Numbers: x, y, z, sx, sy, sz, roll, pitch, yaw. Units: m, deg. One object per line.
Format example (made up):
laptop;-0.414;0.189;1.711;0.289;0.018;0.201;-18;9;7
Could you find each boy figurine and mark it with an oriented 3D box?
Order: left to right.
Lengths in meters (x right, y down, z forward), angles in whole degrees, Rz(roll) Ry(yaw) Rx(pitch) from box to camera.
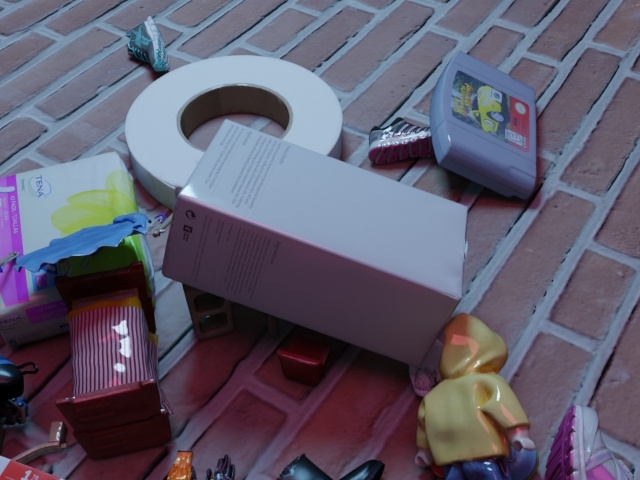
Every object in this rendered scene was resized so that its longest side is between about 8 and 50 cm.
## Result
boy figurine;0.178;0.228;0.889;0.092;0.177;0.285;23;52;-28

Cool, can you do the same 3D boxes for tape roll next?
tape roll;-0.153;-0.195;1.335;0.392;0.072;0.392;0;49;0

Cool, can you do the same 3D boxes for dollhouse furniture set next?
dollhouse furniture set;-0.149;0.128;0.991;0.374;0.152;0.201;-12;49;-11

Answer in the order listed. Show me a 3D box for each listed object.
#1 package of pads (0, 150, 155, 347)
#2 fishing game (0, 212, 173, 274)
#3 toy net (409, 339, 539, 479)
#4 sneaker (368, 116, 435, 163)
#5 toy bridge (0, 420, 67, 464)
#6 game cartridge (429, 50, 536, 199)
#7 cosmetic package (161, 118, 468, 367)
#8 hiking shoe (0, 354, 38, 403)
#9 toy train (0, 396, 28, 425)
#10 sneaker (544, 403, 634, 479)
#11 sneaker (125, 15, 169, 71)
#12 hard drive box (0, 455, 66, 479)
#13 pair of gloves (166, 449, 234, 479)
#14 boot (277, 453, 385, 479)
package of pads;-0.385;0.000;1.140;0.229;0.101;0.296;-15;50;-13
fishing game;-0.313;0.010;0.987;0.264;0.041;0.189;-16;15;3
toy net;0.176;0.232;0.978;0.122;0.045;0.232;-39;51;5
sneaker;0.163;-0.189;1.335;0.170;0.063;0.075;-11;55;-3
toy bridge;-0.420;0.269;0.950;0.188;0.026;0.063;-2;50;-2
game cartridge;0.291;-0.217;1.323;0.196;0.060;0.294;20;48;-8
cosmetic package;0.000;0.000;0.994;0.365;0.155;0.197;22;40;-1
hiking shoe;-0.478;0.253;0.878;0.132;0.113;0.304;22;70;13
toy train;-0.438;0.204;0.992;0.158;0.027;0.036;23;27;33
sneaker;0.338;0.316;0.869;0.111;0.103;0.252;3;55;-2
sneaker;-0.360;-0.393;1.530;0.076;0.065;0.166;-24;47;1
hard drive box;-0.336;0.381;0.809;0.181;0.089;0.232;14;49;12
pair of gloves;-0.151;0.301;0.932;0.083;0.010;0.074;6;48;4
boot;0.009;0.298;0.915;0.099;0.045;0.121;27;54;26
